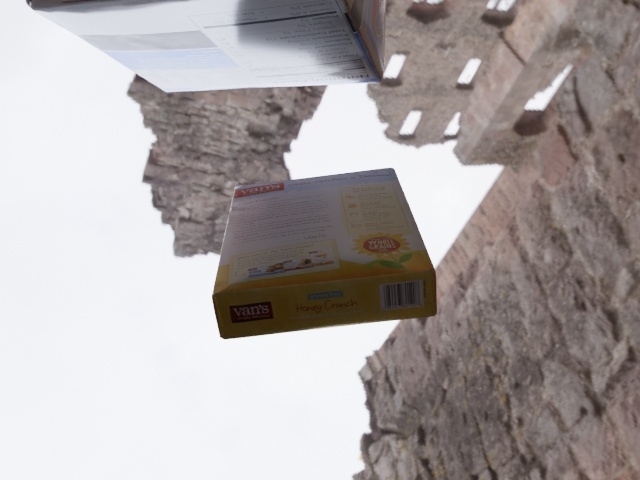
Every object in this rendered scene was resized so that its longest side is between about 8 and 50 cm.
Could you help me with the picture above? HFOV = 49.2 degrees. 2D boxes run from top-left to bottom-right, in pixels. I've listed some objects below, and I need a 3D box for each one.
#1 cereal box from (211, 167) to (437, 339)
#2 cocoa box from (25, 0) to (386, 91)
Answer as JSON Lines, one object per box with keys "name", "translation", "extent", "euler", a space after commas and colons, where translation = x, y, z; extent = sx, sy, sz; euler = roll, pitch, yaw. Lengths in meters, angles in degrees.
{"name": "cereal box", "translation": [0.000, 0.000, 0.636], "extent": [0.172, 0.048, 0.240], "euler": [-7, -156, 2]}
{"name": "cocoa box", "translation": [-0.069, -0.321, 0.576], "extent": [0.231, 0.228, 0.348], "euler": [0, -95, 14]}
